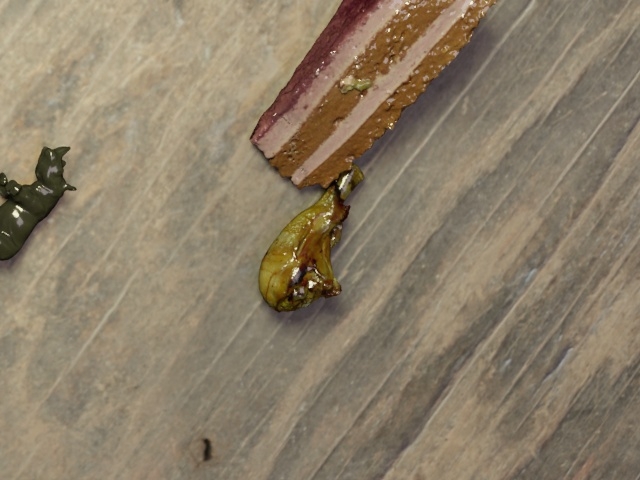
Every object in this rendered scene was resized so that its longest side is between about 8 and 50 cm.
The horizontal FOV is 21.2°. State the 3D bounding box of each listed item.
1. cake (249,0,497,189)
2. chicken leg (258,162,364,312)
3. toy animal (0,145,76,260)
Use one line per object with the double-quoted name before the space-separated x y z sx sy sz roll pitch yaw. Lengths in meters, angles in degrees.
"cake" 0.046 -0.186 1.795 0.116 0.113 0.295 36 100 -29
"chicken leg" 0.000 0.000 1.843 0.093 0.070 0.178 29 79 -10
"toy animal" -0.288 -0.039 1.669 0.135 0.047 0.065 -53 130 -5
